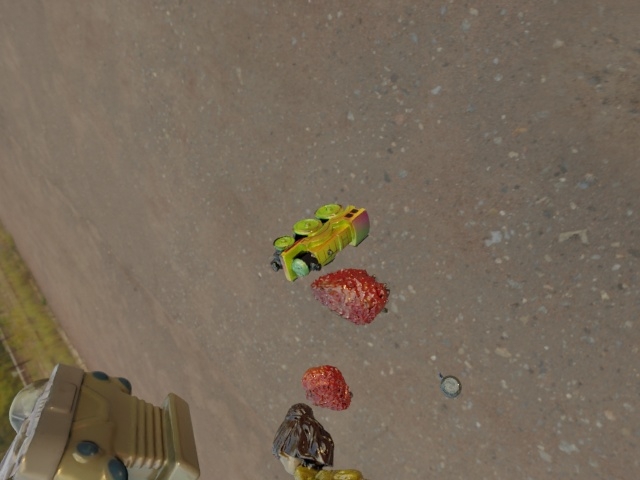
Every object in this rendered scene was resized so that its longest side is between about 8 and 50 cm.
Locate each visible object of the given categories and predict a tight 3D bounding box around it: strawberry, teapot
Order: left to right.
[{"bbox_3d":[0.026,0.434,1.203,0.121,0.082,0.188,-28,116,26],"label":"strawberry"},{"bbox_3d":[0.085,0.124,1.004,0.192,0.140,0.085,41,152,-1],"label":"strawberry"},{"bbox_3d":[0.306,0.351,1.014,0.063,0.049,0.083,22,161,24],"label":"teapot"}]

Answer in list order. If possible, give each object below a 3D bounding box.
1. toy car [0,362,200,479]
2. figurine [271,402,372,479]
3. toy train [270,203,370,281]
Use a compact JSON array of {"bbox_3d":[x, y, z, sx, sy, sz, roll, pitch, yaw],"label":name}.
[{"bbox_3d":[-0.336,0.360,0.545,0.336,0.226,0.242,-62,27,2],"label":"toy car"},{"bbox_3d":[-0.008,0.461,0.818,0.315,0.187,0.168,-164,65,-66],"label":"figurine"},{"bbox_3d":[0.000,0.000,1.146,0.160,0.296,0.101,18,135,40],"label":"toy train"}]
